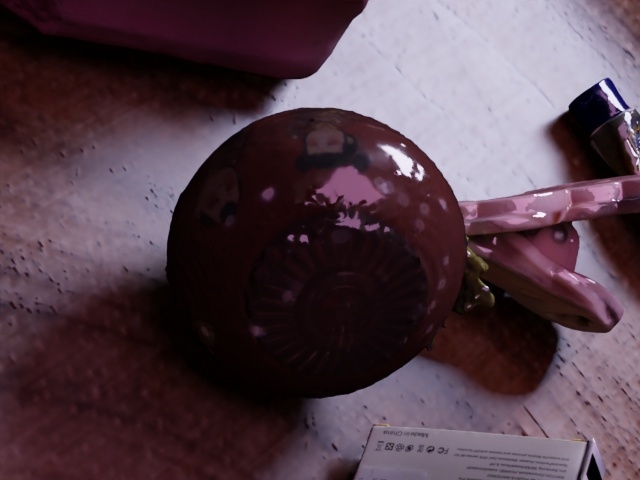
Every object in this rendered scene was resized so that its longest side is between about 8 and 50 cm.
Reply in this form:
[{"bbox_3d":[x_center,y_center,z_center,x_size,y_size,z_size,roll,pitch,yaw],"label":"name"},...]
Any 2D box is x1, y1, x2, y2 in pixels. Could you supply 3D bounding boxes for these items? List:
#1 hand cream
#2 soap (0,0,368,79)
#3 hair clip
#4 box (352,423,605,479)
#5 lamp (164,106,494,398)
[{"bbox_3d":[0.216,-0.029,1.169,0.062,0.039,0.163,-25,83,-55],"label":"hand cream"},{"bbox_3d":[-0.103,-0.217,1.008,0.325,0.127,0.220,5,64,-31],"label":"soap"},{"bbox_3d":[0.130,-0.017,1.064,0.138,0.123,0.102,27,74,-23],"label":"hair clip"},{"bbox_3d":[0.049,0.200,0.891,0.247,0.129,0.033,-66,146,-35],"label":"box"},{"bbox_3d":[-0.004,0.003,0.955,0.157,0.156,0.135,62,1,-30],"label":"lamp"}]
